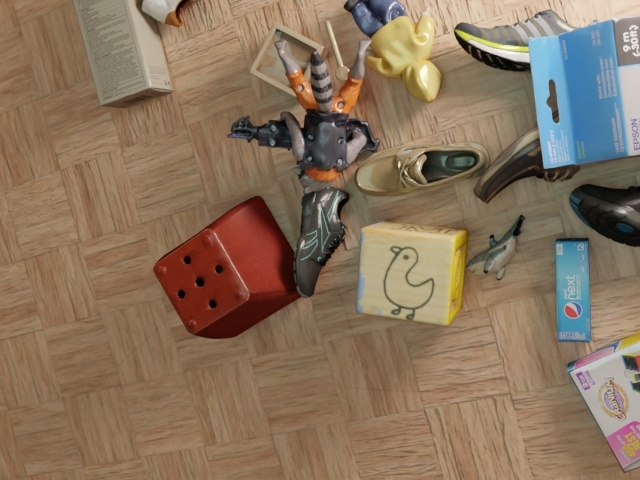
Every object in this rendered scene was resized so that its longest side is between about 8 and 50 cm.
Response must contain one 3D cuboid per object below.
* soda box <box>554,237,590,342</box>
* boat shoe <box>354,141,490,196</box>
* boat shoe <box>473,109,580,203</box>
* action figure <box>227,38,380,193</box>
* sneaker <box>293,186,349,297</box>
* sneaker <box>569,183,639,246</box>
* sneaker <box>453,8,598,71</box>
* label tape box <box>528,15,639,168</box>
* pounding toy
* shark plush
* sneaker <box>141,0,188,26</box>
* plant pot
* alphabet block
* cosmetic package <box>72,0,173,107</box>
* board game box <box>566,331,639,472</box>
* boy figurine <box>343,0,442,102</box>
[{"bbox_3d":[0.524,0.102,1.542,0.067,0.071,0.210,-1,96,21],"label":"soda box"},{"bbox_3d":[0.210,-0.156,1.611,0.302,0.098,0.109,-7,94,20],"label":"boat shoe"},{"bbox_3d":[0.471,-0.179,1.498,0.355,0.132,0.130,-40,84,20],"label":"boat shoe"},{"bbox_3d":[-0.038,-0.254,1.586,0.342,0.178,0.330,-3,115,0],"label":"action figure"},{"bbox_3d":[0.000,0.000,1.688,0.106,0.101,0.267,7,83,5],"label":"sneaker"},{"bbox_3d":[0.670,-0.057,1.467,0.341,0.125,0.139,20,75,20],"label":"sneaker"},{"bbox_3d":[0.423,-0.410,1.515,0.300,0.111,0.121,15,91,12],"label":"sneaker"},{"bbox_3d":[0.574,-0.278,1.371,0.348,0.115,0.249,-10,94,-16],"label":"label tape box"},{"bbox_3d":[-0.022,-0.408,1.675,0.206,0.094,0.181,29,100,5],"label":"pounding toy"},{"bbox_3d":[0.379,0.012,1.597,0.067,0.073,0.161,46,117,41],"label":"shark plush"},{"bbox_3d":[-0.302,-0.641,1.752,0.123,0.106,0.290,31,109,-4],"label":"sneaker"},{"bbox_3d":[-0.223,0.080,1.722,0.267,0.236,0.267,-33,85,20],"label":"plant pot"},{"bbox_3d":[0.199,0.065,1.592,0.197,0.193,0.192,6,100,19],"label":"alphabet block"},{"bbox_3d":[-0.487,-0.495,1.816,0.160,0.113,0.309,-13,91,20],"label":"cosmetic package"},{"bbox_3d":[0.703,0.298,1.505,0.317,0.064,0.242,-29,86,20],"label":"board game box"},{"bbox_3d":[0.176,-0.425,1.598,0.177,0.092,0.285,-38,84,19],"label":"boy figurine"}]
